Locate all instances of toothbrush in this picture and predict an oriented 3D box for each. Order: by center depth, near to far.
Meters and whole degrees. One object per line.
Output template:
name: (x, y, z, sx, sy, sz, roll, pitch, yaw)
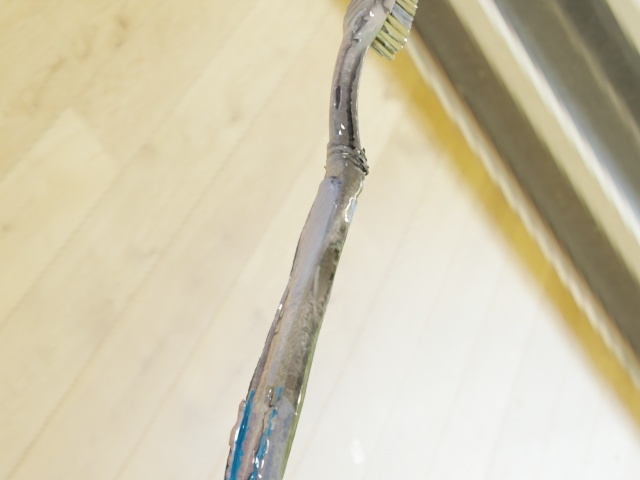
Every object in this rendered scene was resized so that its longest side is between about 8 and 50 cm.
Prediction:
toothbrush: (0.000, 0.000, 0.840, 0.042, 0.035, 0.413, 33, 52, -22)
